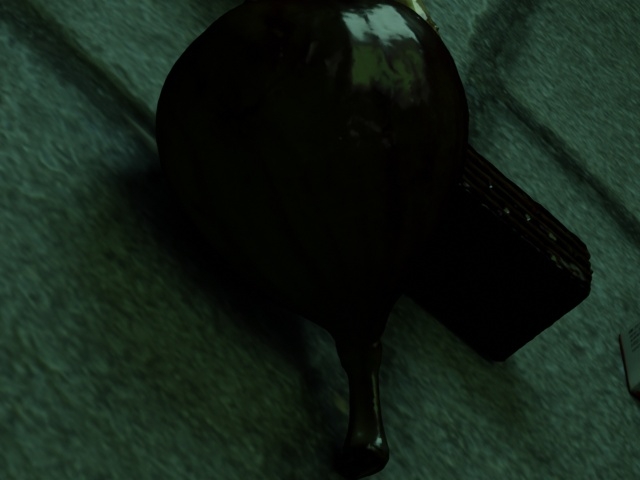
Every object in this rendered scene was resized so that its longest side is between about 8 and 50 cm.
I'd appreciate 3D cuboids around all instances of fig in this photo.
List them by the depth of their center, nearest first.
[{"bbox_3d":[0.000,0.000,1.271,0.217,0.217,0.321,4,78,-56],"label":"fig"}]

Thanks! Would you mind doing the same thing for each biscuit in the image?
[{"bbox_3d":[0.089,-0.017,1.465,0.252,0.106,0.070,38,29,-20],"label":"biscuit"}]

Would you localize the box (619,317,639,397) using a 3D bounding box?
[{"bbox_3d":[0.375,0.087,1.686,0.133,0.182,0.099,34,29,-23],"label":"box"}]

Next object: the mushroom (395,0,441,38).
[{"bbox_3d":[0.058,-0.211,1.583,0.208,0.233,0.302,-147,-146,-73],"label":"mushroom"}]
